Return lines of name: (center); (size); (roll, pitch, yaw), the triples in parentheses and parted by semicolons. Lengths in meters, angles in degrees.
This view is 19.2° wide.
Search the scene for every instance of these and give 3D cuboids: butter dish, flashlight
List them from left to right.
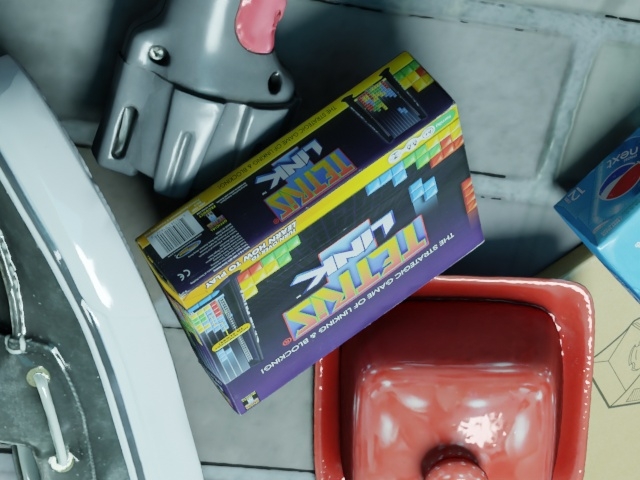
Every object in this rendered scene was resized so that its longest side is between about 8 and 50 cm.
flashlight: (-0.015, -0.165, 0.929); (0.103, 0.103, 0.304); (27, 115, 19)
butter dish: (0.074, 0.109, 1.055); (0.160, 0.118, 0.160); (2, 115, 2)

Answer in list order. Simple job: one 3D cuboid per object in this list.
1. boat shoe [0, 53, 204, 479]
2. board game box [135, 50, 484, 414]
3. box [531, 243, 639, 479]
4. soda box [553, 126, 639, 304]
boat shoe: (-0.142, 0.069, 0.981); (0.119, 0.121, 0.335); (-23, 121, -11)
board game box: (0.000, 0.000, 0.987); (0.170, 0.048, 0.141); (-36, 149, -9)
box: (0.211, 0.053, 1.141); (0.201, 0.021, 0.164); (-33, 119, 0)
soda box: (0.230, 0.035, 1.087); (0.071, 0.067, 0.210); (-43, 116, 4)
